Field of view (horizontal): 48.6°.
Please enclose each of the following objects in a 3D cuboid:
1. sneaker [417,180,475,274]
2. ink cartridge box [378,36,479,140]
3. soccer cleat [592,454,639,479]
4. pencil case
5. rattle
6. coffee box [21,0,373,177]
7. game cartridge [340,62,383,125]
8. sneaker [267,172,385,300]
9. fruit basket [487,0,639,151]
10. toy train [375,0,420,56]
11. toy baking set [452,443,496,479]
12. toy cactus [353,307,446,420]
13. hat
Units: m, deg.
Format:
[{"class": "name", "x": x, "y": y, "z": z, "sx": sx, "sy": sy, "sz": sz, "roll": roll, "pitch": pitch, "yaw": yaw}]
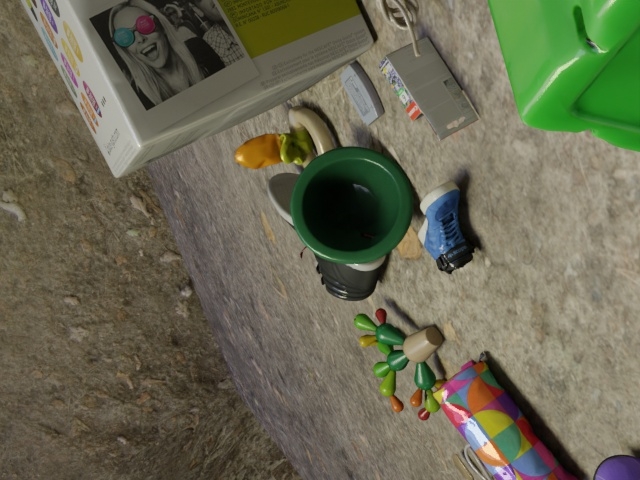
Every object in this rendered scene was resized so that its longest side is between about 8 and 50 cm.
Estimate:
[{"class": "sneaker", "x": 0.169, "y": -0.010, "z": 0.920, "sx": 0.085, "sy": 0.058, "sz": 0.152, "roll": 58, "pitch": 166, "yaw": 24}, {"class": "ink cartridge box", "x": 0.123, "y": -0.169, "z": 0.809, "sx": 0.115, "sy": 0.063, "sz": 0.029, "roll": 59, "pitch": 160, "yaw": 5}, {"class": "soccer cleat", "x": 0.365, "y": 0.366, "z": 0.735, "sx": 0.116, "sy": 0.108, "sz": 0.318, "roll": 73, "pitch": -167, "yaw": -50}, {"class": "pencil case", "x": 0.269, "y": 0.285, "z": 1.041, "sx": 0.236, "sy": 0.104, "sz": 0.104, "roll": 56, "pitch": 160, "yaw": 20}, {"class": "rattle", "x": -0.030, "y": -0.127, "z": 1.150, "sx": 0.200, "sy": 0.142, "sz": 0.130, "roll": 54, "pitch": 142, "yaw": 35}, {"class": "coffee box", "x": -0.193, "y": -0.319, "z": 0.973, "sx": 0.334, "sy": 0.338, "sz": 0.337, "roll": 64, "pitch": 160, "yaw": -8}, {"class": "game cartridge", "x": 0.058, "y": -0.205, "z": 0.994, "sx": 0.083, "sy": 0.017, "sz": 0.056, "roll": 61, "pitch": 164, "yaw": -2}, {"class": "sneaker", "x": 0.000, "y": 0.000, "z": 1.287, "sx": 0.296, "sy": 0.104, "sz": 0.147, "roll": 42, "pitch": 149, "yaw": 32}, {"class": "fruit basket", "x": 0.207, "y": -0.259, "z": 0.300, "sx": 0.392, "sy": 0.283, "sz": 0.392, "roll": -168, "pitch": 90, "yaw": -86}, {"class": "toy train", "x": 0.033, "y": -0.314, "z": 0.792, "sx": 0.248, "sy": 0.105, "sz": 0.143, "roll": 66, "pitch": 170, "yaw": -15}, {"class": "toy baking set", "x": 0.327, "y": 0.446, "z": 1.224, "sx": 0.197, "sy": 0.030, "sz": 0.256, "roll": 65, "pitch": 160, "yaw": -2}, {"class": "toy cactus", "x": 0.156, "y": 0.200, "z": 1.232, "sx": 0.219, "sy": 0.112, "sz": 0.180, "roll": 59, "pitch": 142, "yaw": 13}, {"class": "hat", "x": 0.052, "y": -0.048, "z": 1.115, "sx": 0.183, "sy": 0.208, "sz": 0.173, "roll": 10, "pitch": -95, "yaw": -76}]
